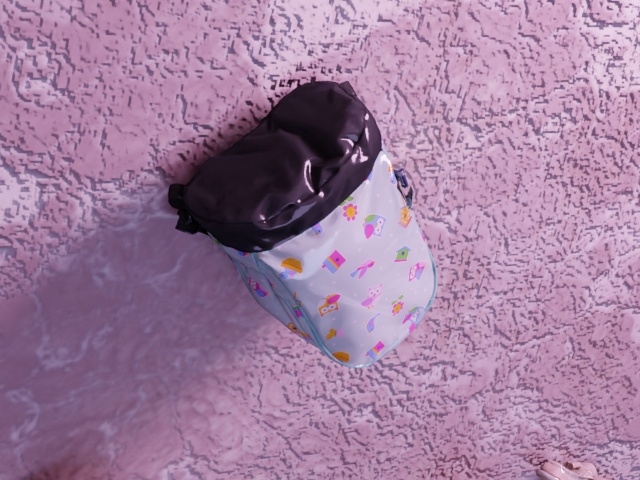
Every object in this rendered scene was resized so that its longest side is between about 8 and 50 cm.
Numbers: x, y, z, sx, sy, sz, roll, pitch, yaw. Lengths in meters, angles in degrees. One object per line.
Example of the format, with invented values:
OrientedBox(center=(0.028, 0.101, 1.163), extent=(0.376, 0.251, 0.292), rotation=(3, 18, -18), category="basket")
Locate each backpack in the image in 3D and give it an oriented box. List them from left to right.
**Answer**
OrientedBox(center=(0.000, 0.000, 1.302), extent=(0.152, 0.115, 0.182), rotation=(-35, 138, -7), category="backpack")

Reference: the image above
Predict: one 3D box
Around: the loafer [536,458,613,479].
OrientedBox(center=(0.224, 0.206, 1.659), extent=(0.039, 0.045, 0.125), rotation=(-58, 141, -5), category="loafer")
